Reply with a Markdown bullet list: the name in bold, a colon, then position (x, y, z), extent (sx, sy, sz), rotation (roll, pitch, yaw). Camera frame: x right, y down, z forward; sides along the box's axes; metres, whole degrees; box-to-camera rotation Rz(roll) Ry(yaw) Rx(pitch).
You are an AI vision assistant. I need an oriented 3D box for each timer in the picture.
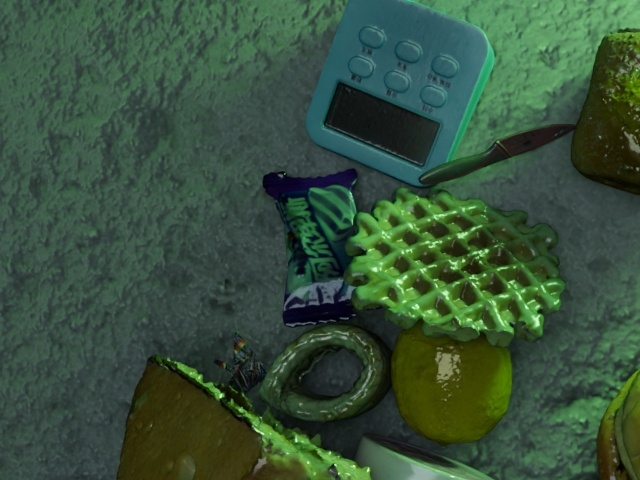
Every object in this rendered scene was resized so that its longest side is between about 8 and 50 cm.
- **timer**: position (0.113, -0.224, 1.757), extent (0.231, 0.091, 0.250), rotation (23, 95, 11)

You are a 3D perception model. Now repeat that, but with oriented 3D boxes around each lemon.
- **lemon**: position (0.183, 0.189, 1.656), extent (0.180, 0.180, 0.193), rotation (2, 77, 11)

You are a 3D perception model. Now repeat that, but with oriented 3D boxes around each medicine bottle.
- **medicine bottle**: position (0.101, 0.453, 1.630), extent (0.212, 0.212, 0.326), rotation (18, 87, 12)

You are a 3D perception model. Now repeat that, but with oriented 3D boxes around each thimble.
- **thimble**: position (0.011, 0.196, 1.705), extent (0.190, 0.143, 0.138), rotation (-23, 81, 8)

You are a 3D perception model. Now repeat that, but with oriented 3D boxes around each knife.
- **knife**: position (0.258, -0.131, 1.733), extent (0.247, 0.018, 0.035), rotation (-21, 112, -4)

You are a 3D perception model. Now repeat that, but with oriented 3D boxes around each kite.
- **kite**: position (-0.122, 0.199, 1.801), extent (0.090, 0.004, 0.122), rotation (14, 87, 11)

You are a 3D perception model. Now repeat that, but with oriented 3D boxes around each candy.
- **candy**: position (0.000, 0.000, 1.726), extent (0.145, 0.070, 0.275), rotation (-11, 56, 2)

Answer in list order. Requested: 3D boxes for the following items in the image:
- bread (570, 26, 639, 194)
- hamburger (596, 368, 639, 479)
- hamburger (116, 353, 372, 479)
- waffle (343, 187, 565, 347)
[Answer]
- **bread**: position (0.463, -0.189, 1.641), extent (0.195, 0.176, 0.247), rotation (14, 87, 10)
- **hamburger**: position (0.525, 0.273, 1.554), extent (0.290, 0.170, 0.314), rotation (40, 56, 6)
- **hamburger**: position (-0.127, 0.346, 1.580), extent (0.268, 0.445, 0.287), rotation (31, 84, -29)
- **waffle**: position (0.187, 0.032, 1.651), extent (0.309, 0.292, 0.056), rotation (10, 129, 5)
